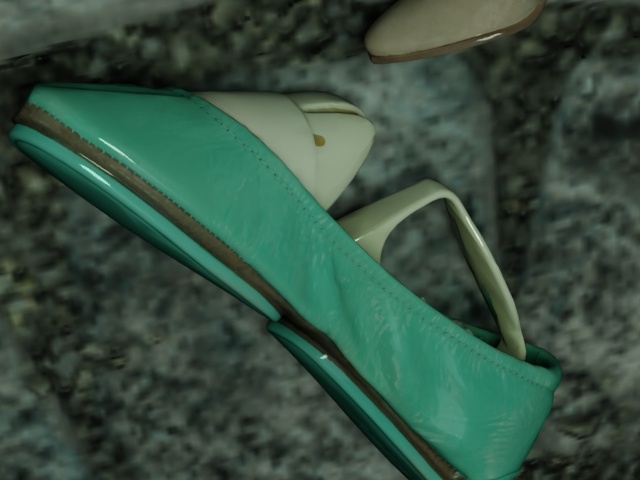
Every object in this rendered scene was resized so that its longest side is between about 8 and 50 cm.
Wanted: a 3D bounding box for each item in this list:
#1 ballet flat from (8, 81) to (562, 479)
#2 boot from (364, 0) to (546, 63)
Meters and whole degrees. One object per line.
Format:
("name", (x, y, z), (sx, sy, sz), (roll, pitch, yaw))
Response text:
("ballet flat", (0.000, 0.000, 0.676), (0.247, 0.083, 0.087), (43, 81, -33))
("boot", (0.059, -0.114, 0.631), (0.118, 0.042, 0.087), (-22, 120, -1))
